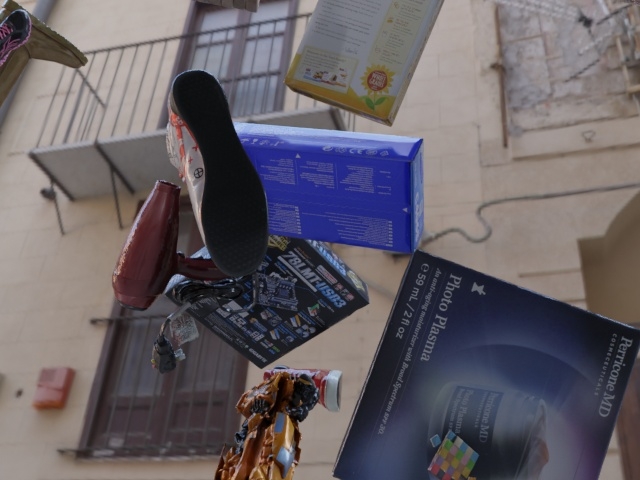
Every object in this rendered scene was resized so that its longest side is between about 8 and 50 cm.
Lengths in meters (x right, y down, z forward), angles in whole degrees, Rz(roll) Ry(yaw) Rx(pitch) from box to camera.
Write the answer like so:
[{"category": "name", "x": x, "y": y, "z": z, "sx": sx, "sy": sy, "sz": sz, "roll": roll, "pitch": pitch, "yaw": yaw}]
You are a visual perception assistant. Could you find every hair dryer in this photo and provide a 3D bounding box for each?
[{"category": "hair dryer", "x": -0.215, "y": 0.038, "z": 1.132, "sx": 0.080, "sy": 0.223, "sz": 0.294, "roll": 22, "pitch": -42, "yaw": 36}]

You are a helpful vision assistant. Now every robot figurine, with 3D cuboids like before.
[{"category": "robot figurine", "x": -0.101, "y": 0.348, "z": 1.304, "sx": 0.211, "sy": 0.291, "sz": 0.085, "roll": -35, "pitch": -68, "yaw": 26}]

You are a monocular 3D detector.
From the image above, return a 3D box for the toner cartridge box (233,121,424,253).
[{"category": "toner cartridge box", "x": -0.016, "y": -0.086, "z": 1.154, "sx": 0.347, "sy": 0.075, "sz": 0.165, "roll": 8, "pitch": -52, "yaw": 18}]

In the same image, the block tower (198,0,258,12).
[{"category": "block tower", "x": -0.222, "y": -0.383, "z": 0.963, "sx": 0.335, "sy": 0.091, "sz": 0.097, "roll": 11, "pitch": -4, "yaw": -5}]

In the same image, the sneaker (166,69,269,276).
[{"category": "sneaker", "x": -0.139, "y": -0.077, "z": 0.984, "sx": 0.090, "sy": 0.270, "sz": 0.145, "roll": -16, "pitch": -6, "yaw": -16}]

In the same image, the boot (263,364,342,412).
[{"category": "boot", "x": -0.040, "y": 0.313, "z": 1.600, "sx": 0.176, "sy": 0.089, "sz": 0.244, "roll": 7, "pitch": -7, "yaw": 0}]

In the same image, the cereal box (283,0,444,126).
[{"category": "cereal box", "x": 0.070, "y": -0.308, "z": 1.088, "sx": 0.173, "sy": 0.240, "sz": 0.047, "roll": 24, "pitch": 0, "yaw": 17}]

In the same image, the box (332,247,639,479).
[{"category": "box", "x": 0.203, "y": 0.203, "z": 0.945, "sx": 0.293, "sy": 0.296, "sz": 0.183, "roll": 20, "pitch": -7, "yaw": 6}]

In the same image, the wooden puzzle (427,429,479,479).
[{"category": "wooden puzzle", "x": 0.144, "y": 0.240, "z": 0.801, "sx": 0.083, "sy": 0.049, "sz": 0.006, "roll": 44, "pitch": -22, "yaw": -22}]

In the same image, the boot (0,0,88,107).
[{"category": "boot", "x": -0.705, "y": -0.381, "z": 1.712, "sx": 0.236, "sy": 0.270, "sz": 0.089, "roll": 35, "pitch": -6, "yaw": -38}]

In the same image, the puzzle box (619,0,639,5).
[{"category": "puzzle box", "x": 0.362, "y": -0.423, "z": 1.138, "sx": 0.408, "sy": 0.272, "sz": 0.052, "roll": 26, "pitch": -68, "yaw": 29}]

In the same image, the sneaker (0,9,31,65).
[{"category": "sneaker", "x": -0.538, "y": -0.340, "z": 1.251, "sx": 0.047, "sy": 0.057, "sz": 0.119, "roll": 44, "pitch": -78, "yaw": 1}]

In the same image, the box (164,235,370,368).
[{"category": "box", "x": -0.103, "y": 0.096, "z": 1.478, "sx": 0.293, "sy": 0.073, "sz": 0.295, "roll": -35, "pitch": -57, "yaw": 18}]
